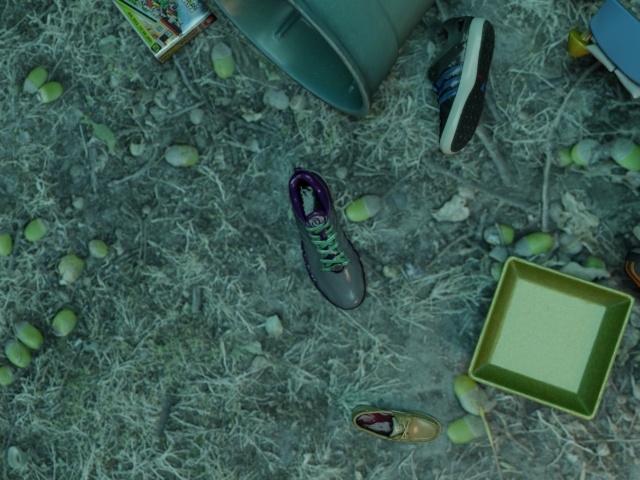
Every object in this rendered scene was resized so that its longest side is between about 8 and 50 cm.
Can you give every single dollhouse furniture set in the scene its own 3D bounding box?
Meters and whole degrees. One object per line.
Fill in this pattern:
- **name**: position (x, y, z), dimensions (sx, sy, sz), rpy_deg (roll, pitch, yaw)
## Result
- **dollhouse furniture set**: position (0.488, -0.165, 1.107), dimensions (0.198, 0.286, 0.303), rpy_deg (-54, 55, 36)

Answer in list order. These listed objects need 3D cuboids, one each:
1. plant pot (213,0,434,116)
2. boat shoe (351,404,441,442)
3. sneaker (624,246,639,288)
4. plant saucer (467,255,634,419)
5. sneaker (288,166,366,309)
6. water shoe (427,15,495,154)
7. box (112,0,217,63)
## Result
- **plant pot**: position (0.042, -0.406, 1.069), dimensions (0.341, 0.341, 0.334), rpy_deg (40, 86, 6)
- **boat shoe**: position (0.111, 0.276, 1.175), dimensions (0.135, 0.045, 0.050), rpy_deg (5, 90, 7)
- **sneaker**: position (0.509, 0.161, 1.081), dimensions (0.321, 0.124, 0.180), rpy_deg (40, 94, 0)
- **plant saucer**: position (0.329, 0.138, 1.151), dimensions (0.188, 0.045, 0.188), rpy_deg (19, 91, 7)
- **sneaker**: position (0.000, 0.000, 1.166), dimensions (0.083, 0.098, 0.224), rpy_deg (-24, 86, 6)
- **water shoe**: position (0.197, -0.227, 1.171), dimensions (0.080, 0.073, 0.203), rpy_deg (16, 92, 33)
- **box**: position (-0.268, -0.393, 1.235), dimensions (0.114, 0.036, 0.207), rpy_deg (-38, 85, 5)
